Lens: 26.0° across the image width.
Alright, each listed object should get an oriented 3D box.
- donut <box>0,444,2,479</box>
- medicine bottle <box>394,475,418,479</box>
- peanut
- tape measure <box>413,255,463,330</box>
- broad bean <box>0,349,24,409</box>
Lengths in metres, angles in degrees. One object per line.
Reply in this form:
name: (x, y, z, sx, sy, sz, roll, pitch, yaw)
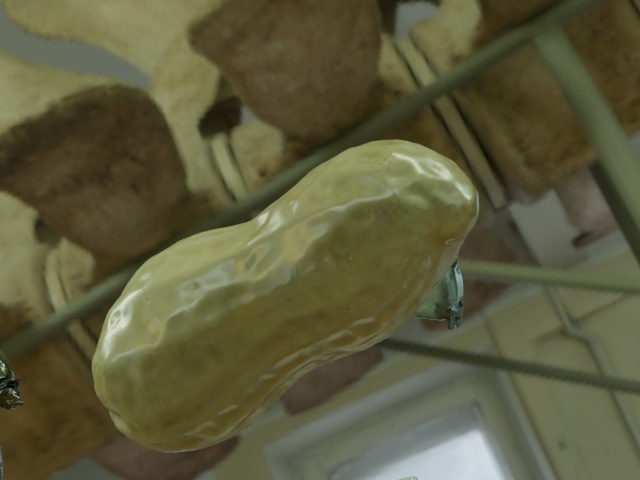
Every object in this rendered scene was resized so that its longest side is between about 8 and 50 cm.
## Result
donut: (-0.421, 0.299, 1.575, 0.096, 0.216, 0.230, 9, 5, 1)
medicine bottle: (0.094, 0.302, 1.380, 0.055, 0.074, 0.118, -19, -58, 13)
peanut: (-0.025, 0.026, 0.822, 0.257, 0.123, 0.123, -35, -27, 7)
tape measure: (0.000, 0.001, 1.496, 0.330, 0.164, 0.084, 10, 3, 25)
broad bean: (-0.381, 0.093, 1.414, 0.077, 0.339, 0.061, 16, -74, -39)
